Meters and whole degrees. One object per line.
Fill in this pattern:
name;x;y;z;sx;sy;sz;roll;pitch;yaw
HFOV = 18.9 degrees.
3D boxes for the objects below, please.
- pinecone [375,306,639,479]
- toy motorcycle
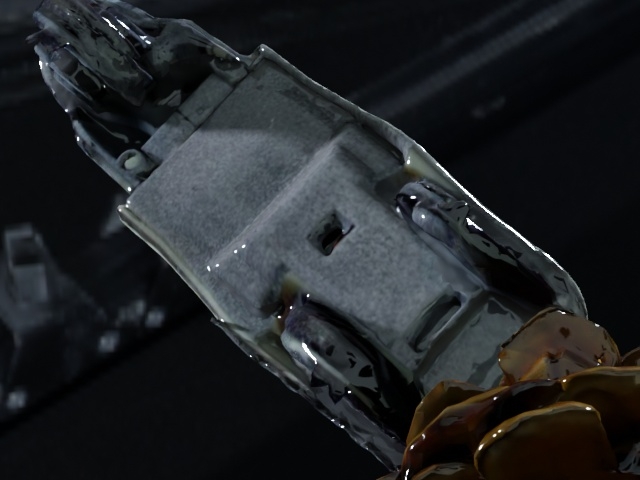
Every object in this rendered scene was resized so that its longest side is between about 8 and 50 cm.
pinecone;0.075;0.102;0.438;0.173;0.173;0.173;2;-123;-4
toy motorcycle;0.000;0.000;0.688;0.263;0.157;0.091;40;-91;26
